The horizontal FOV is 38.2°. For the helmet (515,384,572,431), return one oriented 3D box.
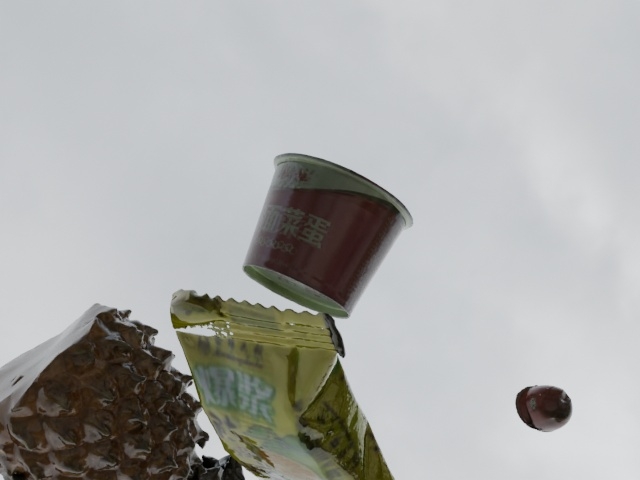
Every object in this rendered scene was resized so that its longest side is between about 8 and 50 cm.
[{"bbox_3d":[0.312,0.226,1.259,0.084,0.049,0.065,11,-115,-33],"label":"helmet"}]

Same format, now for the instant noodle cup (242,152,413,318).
[{"bbox_3d":[0.000,0.000,1.390,0.234,0.235,0.179,29,-105,-15],"label":"instant noodle cup"}]

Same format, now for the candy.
[{"bbox_3d":[-0.021,0.163,0.821,0.081,0.187,0.297,-54,-45,-40],"label":"candy"}]

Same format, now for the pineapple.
[{"bbox_3d":[-0.196,0.254,1.009,0.357,0.222,0.223,54,-143,-18],"label":"pineapple"}]
